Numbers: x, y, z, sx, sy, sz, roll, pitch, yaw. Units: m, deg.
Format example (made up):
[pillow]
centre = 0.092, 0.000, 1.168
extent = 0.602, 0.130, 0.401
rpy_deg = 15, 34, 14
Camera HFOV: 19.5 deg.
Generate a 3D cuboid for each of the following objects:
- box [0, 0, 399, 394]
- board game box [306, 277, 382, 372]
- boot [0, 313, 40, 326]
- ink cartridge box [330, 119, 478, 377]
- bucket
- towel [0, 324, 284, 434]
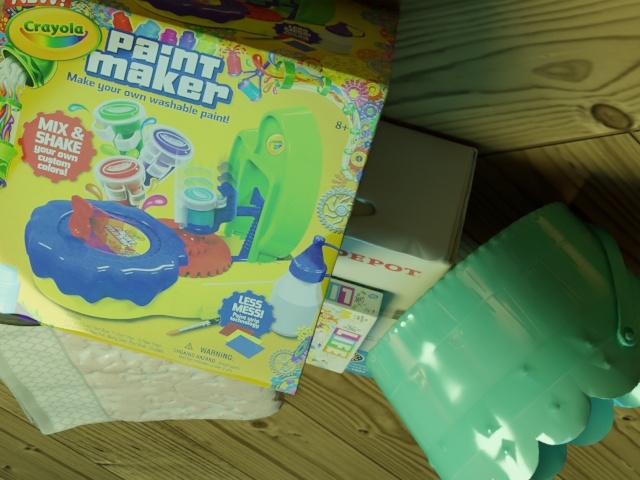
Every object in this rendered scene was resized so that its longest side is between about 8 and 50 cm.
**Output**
[box]
centre = -0.115, -0.070, 1.476
extent = 0.290, 0.177, 0.279
rpy_deg = 15, 116, -2
[board game box]
centre = -0.010, 0.073, 1.728
extent = 0.103, 0.026, 0.154
rpy_deg = 16, 154, -5
[boot]
centre = -0.361, 0.011, 1.684
extent = 0.338, 0.118, 0.223
rpy_deg = 19, 157, -22
[ink cartridge box]
centre = 0.000, 0.000, 1.757
extent = 0.223, 0.129, 0.307
rpy_deg = 16, 155, -3
[bucket]
centre = 0.189, 0.108, 1.687
extent = 0.183, 0.281, 0.281
rpy_deg = 52, 158, 13
[towel]
centre = -0.221, 0.136, 2.157
extent = 0.317, 0.053, 0.332
rpy_deg = -6, 151, 6
